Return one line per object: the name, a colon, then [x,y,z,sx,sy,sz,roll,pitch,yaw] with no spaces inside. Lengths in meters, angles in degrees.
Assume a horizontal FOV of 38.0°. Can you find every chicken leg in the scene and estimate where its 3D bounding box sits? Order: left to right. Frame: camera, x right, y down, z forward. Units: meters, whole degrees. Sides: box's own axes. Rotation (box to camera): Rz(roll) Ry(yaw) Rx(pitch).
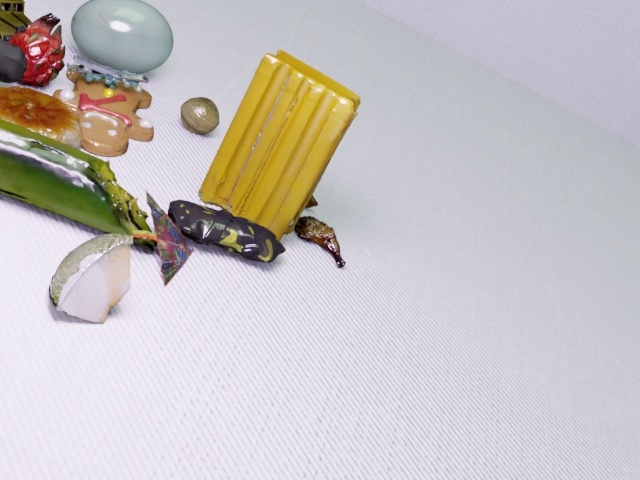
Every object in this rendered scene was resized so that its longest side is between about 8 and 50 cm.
chicken leg: [0.003,-0.002,1.857,0.145,0.037,0.062,36,50,16]

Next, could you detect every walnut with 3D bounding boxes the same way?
walnut: [-0.263,-0.274,2.032,0.092,0.092,0.092,22,28,-12]

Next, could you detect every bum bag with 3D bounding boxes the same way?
bum bag: [-0.167,-0.013,1.691,0.232,0.060,0.107,17,29,-19]

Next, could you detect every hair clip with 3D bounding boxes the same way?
hair clip: [-0.443,-0.349,1.935,0.173,0.049,0.049,10,32,-34]

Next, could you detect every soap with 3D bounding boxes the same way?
soap: [-0.078,-0.175,1.774,0.204,0.324,0.096,33,23,6]

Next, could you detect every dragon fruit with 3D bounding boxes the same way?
dragon fruit: [-0.568,-0.378,1.877,0.142,0.130,0.121,-99,162,-45]

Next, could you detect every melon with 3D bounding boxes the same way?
melon: [-0.329,0.039,1.411,0.093,0.139,0.202,43,19,-22]

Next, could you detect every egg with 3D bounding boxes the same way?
egg: [-0.444,-0.463,2.091,0.231,0.168,0.168,11,32,-25]

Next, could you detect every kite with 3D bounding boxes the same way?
kite: [-0.268,0.000,1.581,0.159,0.010,0.190,29,39,-55]

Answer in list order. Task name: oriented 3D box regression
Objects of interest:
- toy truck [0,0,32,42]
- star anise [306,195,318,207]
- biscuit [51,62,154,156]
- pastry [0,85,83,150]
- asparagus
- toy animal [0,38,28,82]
toy truck: [-0.698,-0.489,1.958,0.257,0.127,0.127,42,29,18]
star anise: [-0.076,-0.115,1.953,0.168,0.057,0.168,21,28,-11]
biscuit: [-0.437,-0.271,1.904,0.216,0.047,0.340,20,28,-13]
pastry: [-0.525,-0.204,1.657,0.192,0.093,0.182,43,33,25]
asparagus: [-0.433,-0.102,1.541,0.382,0.128,0.108,22,-14,-14]
toy animal: [-0.649,-0.366,1.721,0.146,0.115,0.245,14,4,38]
